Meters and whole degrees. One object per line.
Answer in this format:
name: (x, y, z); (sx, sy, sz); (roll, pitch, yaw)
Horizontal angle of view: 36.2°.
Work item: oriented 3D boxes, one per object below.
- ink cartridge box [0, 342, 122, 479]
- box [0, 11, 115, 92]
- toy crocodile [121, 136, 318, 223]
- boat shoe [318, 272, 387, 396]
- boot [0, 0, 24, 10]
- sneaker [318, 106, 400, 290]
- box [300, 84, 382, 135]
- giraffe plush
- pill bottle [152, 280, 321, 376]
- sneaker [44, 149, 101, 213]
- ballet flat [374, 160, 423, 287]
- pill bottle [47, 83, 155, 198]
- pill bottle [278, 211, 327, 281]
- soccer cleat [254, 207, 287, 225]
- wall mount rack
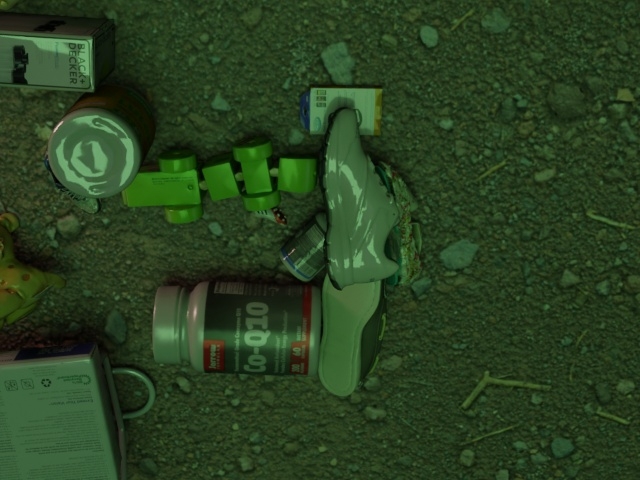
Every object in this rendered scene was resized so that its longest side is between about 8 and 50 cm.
ink cartridge box: (-0.521, 0.348, 1.706); (0.324, 0.071, 0.330); (-5, 112, 1)
box: (-0.477, -0.298, 1.519); (0.290, 0.169, 0.087); (3, 112, -3)
toy crocodile: (-0.171, -0.107, 1.645); (0.340, 0.105, 0.115); (-8, 111, 7)
boat shoe: (0.065, 0.128, 1.733); (0.109, 0.091, 0.305); (23, 118, 27)
boot: (-0.430, -0.418, 1.422); (0.203, 0.262, 0.095); (-33, 107, 13)
sneaker: (0.063, -0.070, 1.603); (0.129, 0.111, 0.297); (-5, 93, -1)
box: (0.034, -0.218, 1.635); (0.136, 0.028, 0.081); (2, 112, 1)
giraffe plush: (-0.562, 0.053, 1.676); (0.210, 0.181, 0.170); (-34, 87, 23)
pill bottle: (-0.143, 0.153, 1.709); (0.283, 0.161, 0.161); (2, 112, -2)
sneaker: (-0.425, -0.094, 1.661); (0.052, 0.058, 0.135); (-33, 109, 12)
ballet flat: (0.134, -0.033, 1.693); (0.077, 0.091, 0.241); (-21, 119, -25)
pill bottle: (-0.332, -0.168, 1.531); (0.136, 0.246, 0.136); (0, 112, -1)
pill bottle: (0.000, 0.000, 1.694); (0.078, 0.078, 0.137); (42, 105, -16)
soccer cleat: (-0.095, -0.049, 1.702); (0.083, 0.029, 0.035); (38, 115, -11)
wall mount rack: (-0.477, 0.363, 1.805); (0.350, 0.130, 0.304); (-6, 112, 3)
